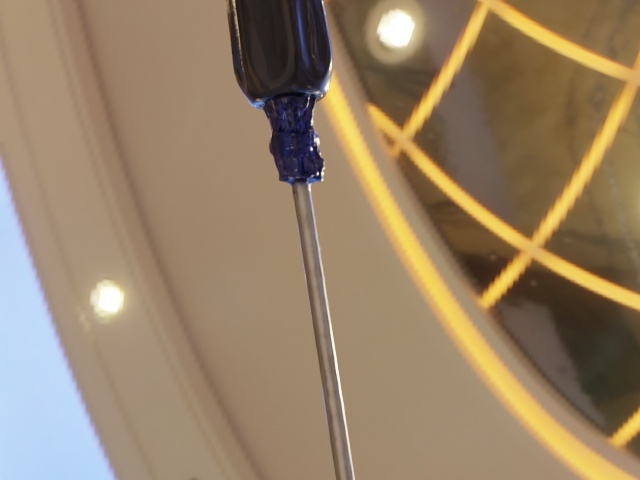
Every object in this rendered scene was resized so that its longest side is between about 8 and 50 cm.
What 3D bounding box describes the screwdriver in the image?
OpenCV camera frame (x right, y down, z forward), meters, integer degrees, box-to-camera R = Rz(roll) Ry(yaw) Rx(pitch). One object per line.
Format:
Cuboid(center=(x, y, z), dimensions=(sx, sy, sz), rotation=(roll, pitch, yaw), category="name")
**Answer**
Cuboid(center=(0.000, 0.000, 0.362), dimensions=(0.025, 0.024, 0.170), rotation=(-22, -104, 43), category="screwdriver")
